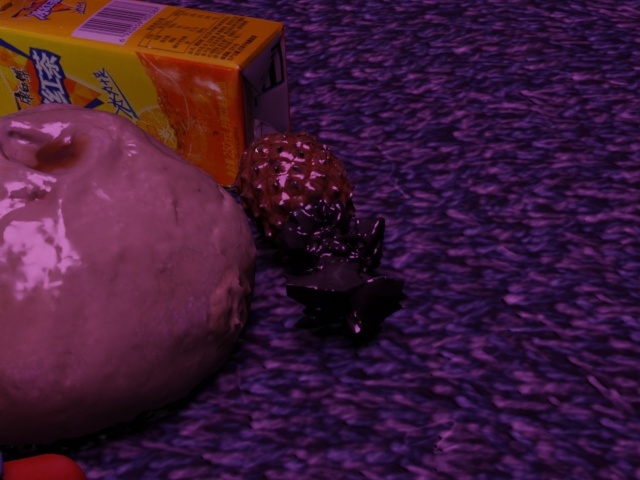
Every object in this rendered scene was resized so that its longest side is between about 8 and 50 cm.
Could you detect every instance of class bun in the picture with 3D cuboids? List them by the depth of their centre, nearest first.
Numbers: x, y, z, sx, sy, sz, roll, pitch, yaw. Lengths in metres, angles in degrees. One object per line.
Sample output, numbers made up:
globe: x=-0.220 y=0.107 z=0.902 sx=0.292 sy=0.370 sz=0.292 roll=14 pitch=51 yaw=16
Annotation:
bun: x=-0.237 y=-0.001 z=1.202 sx=0.364 sy=0.202 sz=0.364 roll=-1 pitch=36 yaw=1

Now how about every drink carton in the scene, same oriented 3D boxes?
drink carton: x=-0.212 y=-0.167 z=1.478 sx=0.351 sy=0.154 sz=0.111 roll=12 pitch=37 yaw=21

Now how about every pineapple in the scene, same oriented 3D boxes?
pineapple: x=0.000 y=0.000 z=1.268 sx=0.119 sy=0.111 sz=0.237 roll=-37 pitch=44 yaw=5

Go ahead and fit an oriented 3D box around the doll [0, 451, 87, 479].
doll: x=-0.283 y=0.216 z=0.926 sx=0.290 sy=0.161 sz=0.130 roll=-6 pitch=9 yaw=-39
